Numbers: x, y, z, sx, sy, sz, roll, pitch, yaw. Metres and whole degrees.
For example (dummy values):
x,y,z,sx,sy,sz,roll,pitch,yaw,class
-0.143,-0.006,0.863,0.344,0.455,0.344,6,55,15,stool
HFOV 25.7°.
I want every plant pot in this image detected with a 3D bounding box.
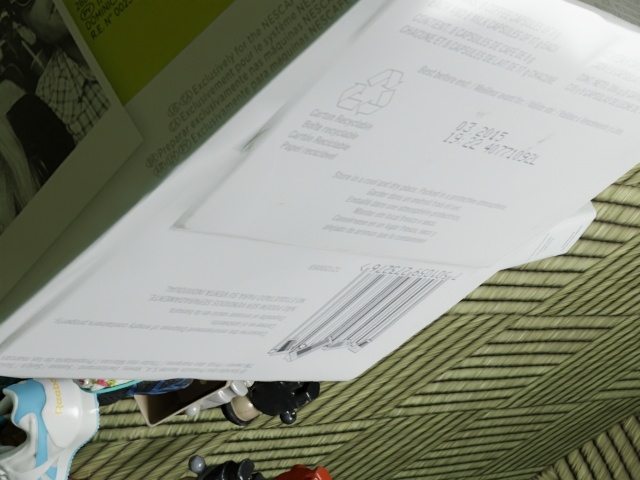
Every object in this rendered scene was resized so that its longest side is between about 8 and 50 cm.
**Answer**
x,y,z,sx,sy,sz,roll,pitch,yaw,class
-0.159,0.142,1.626,0.109,0.109,0.096,-29,169,10,plant pot

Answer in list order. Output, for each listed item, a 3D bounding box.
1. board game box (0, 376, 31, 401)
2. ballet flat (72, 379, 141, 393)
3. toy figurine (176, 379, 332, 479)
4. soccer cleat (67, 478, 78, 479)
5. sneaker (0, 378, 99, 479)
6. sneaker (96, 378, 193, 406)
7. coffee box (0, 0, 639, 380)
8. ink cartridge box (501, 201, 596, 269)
x,y,z,sx,sy,sz,roll,pitch,yaw,class
-0.297,0.153,1.429,0.186,0.026,0.126,-30,157,13,board game box
-0.136,0.071,1.366,0.241,0.091,0.077,-21,126,-28,ballet flat
-0.103,0.257,1.794,0.148,0.213,0.209,-20,160,35,toy figurine
-0.347,0.361,1.959,0.095,0.083,0.248,-50,158,-18,soccer cleat
-0.298,0.206,1.413,0.092,0.087,0.228,-1,141,-31,sneaker
-0.242,0.137,1.564,0.211,0.081,0.080,-10,161,11,sneaker
-0.033,-0.145,0.816,0.338,0.334,0.337,-40,152,28,coffee box
0.154,-0.045,1.461,0.208,0.153,0.087,-13,154,-24,ink cartridge box
